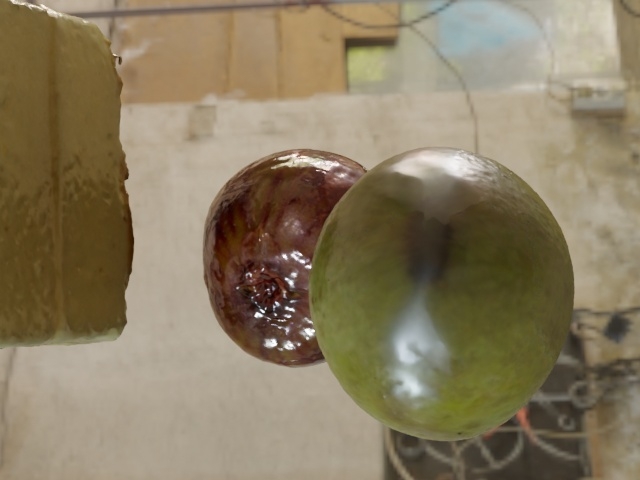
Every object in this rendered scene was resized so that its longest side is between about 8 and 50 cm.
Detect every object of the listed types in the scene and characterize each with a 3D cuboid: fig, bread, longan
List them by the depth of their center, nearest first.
[{"bbox_3d":[0.065,0.031,0.646,0.154,0.145,0.176,-57,-9,-12],"label":"longan"},{"bbox_3d":[-0.312,-0.043,0.901,0.207,0.279,0.279,7,-103,-61],"label":"bread"},{"bbox_3d":[0.000,-0.004,0.962,0.207,0.175,0.175,-45,-41,-50],"label":"fig"}]
